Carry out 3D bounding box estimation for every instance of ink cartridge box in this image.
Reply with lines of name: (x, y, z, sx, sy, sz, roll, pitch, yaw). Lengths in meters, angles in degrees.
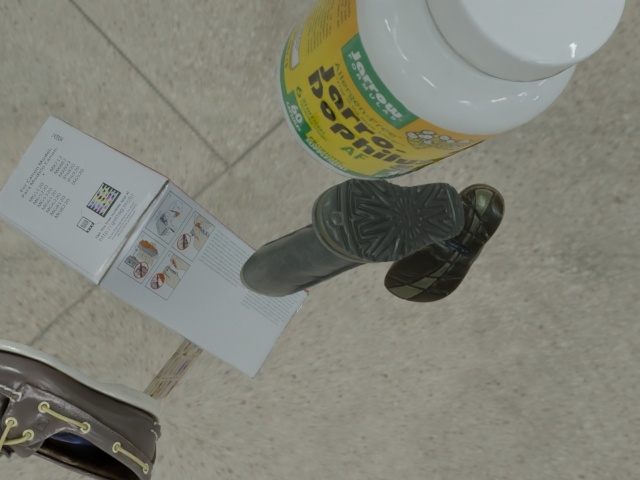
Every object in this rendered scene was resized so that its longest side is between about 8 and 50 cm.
ink cartridge box: (-0.207, 0.001, 1.178, 0.272, 0.309, 0.130, 28, 81, 35)

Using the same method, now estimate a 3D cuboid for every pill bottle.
pill bottle: (0.060, -0.103, 0.529, 0.118, 0.208, 0.117, 2, 83, -19)

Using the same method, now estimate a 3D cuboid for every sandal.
sandal: (0.167, 0.001, 1.369, 0.090, 0.219, 0.060, 30, 33, -5)

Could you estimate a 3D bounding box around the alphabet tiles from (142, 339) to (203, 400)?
alphabet tiles: (-0.197, 0.175, 1.437, 0.009, 0.237, 0.198, 38, 84, 4)

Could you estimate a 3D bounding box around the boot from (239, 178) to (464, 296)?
boot: (0.000, 0.002, 0.911, 0.190, 0.208, 0.076, 1, 80, -47)

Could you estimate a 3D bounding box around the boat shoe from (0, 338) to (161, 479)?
boat shoe: (-0.309, 0.192, 1.125, 0.324, 0.116, 0.096, 30, 45, -41)
